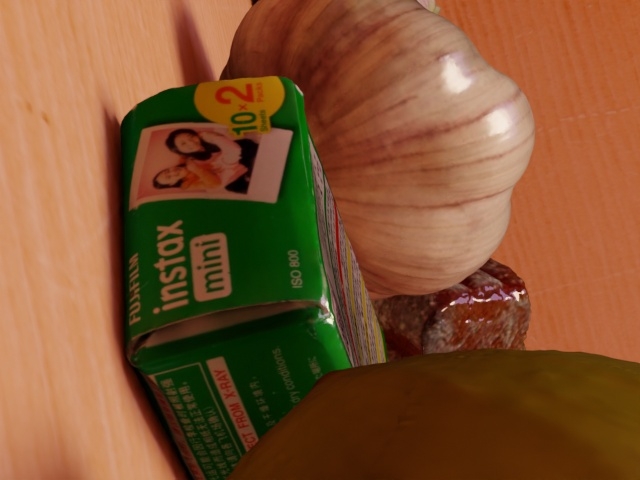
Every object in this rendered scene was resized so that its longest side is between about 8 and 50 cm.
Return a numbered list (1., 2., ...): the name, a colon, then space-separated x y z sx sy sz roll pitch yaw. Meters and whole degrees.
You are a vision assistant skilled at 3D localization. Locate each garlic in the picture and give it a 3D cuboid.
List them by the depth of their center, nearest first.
1. garlic: 0.002 -0.059 1.159 0.253 0.245 0.245 -26 107 -47

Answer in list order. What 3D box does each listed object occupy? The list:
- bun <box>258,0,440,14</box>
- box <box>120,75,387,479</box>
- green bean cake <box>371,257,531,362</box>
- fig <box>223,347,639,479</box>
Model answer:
1. bun: 0.038 -0.222 1.828 0.293 0.187 0.293 -12 90 -82
2. box: -0.027 0.053 0.890 0.250 0.103 0.180 70 9 -46
3. green bean cake: 0.102 0.121 1.411 0.097 0.199 0.232 31 -60 41
4. fig: 0.079 0.196 0.578 0.343 0.343 0.343 -13 90 -85
